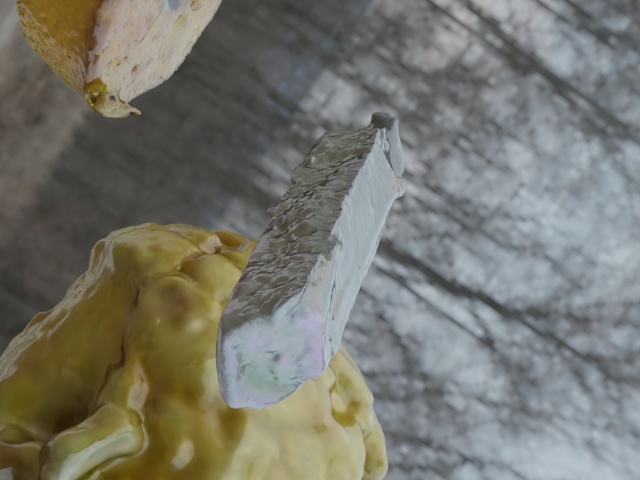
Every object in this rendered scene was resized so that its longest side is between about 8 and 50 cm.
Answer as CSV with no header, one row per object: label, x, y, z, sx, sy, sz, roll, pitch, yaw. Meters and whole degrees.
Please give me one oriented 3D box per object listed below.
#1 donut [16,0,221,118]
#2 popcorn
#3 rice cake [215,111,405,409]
donut,-0.121,-0.208,1.349,0.253,0.118,0.253,-51,168,-16
popcorn,-0.118,0.192,1.528,0.390,0.354,0.344,-60,-173,-21
rice cake,0.001,0.000,0.818,0.049,0.055,0.270,-12,-161,15
